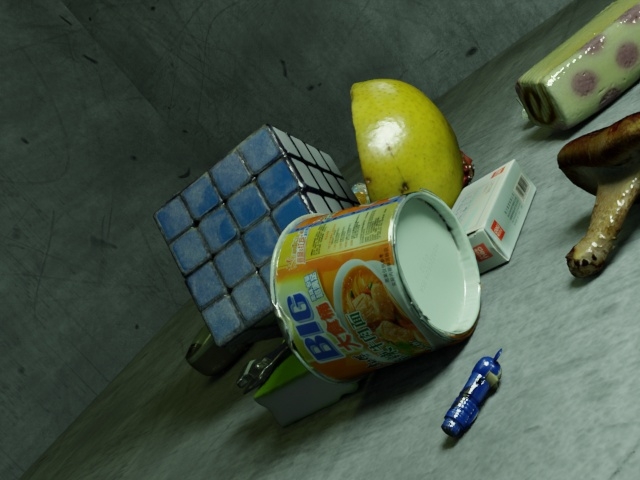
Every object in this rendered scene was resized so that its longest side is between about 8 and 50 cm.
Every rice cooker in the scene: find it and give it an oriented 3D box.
[{"bbox_3d":[-0.276,0.281,1.797,0.206,0.127,0.145,-42,10,-30],"label":"rice cooker"}]

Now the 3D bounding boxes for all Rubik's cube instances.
[{"bbox_3d":[-0.092,0.002,1.431,0.345,0.337,0.344,-35,-17,20],"label":"Rubik's cube"}]

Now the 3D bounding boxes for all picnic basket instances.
[{"bbox_3d":[0.539,-0.339,1.633,0.083,0.083,0.065,-48,17,-24],"label":"picnic basket"}]

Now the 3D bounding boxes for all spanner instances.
[{"bbox_3d":[-0.029,0.169,1.170,0.316,0.024,0.087,-39,14,4],"label":"spanner"}]

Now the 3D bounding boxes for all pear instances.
[{"bbox_3d":[0.196,-0.158,1.351,0.192,0.386,0.340,-14,-2,15],"label":"pear"}]

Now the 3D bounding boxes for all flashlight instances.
[{"bbox_3d":[0.185,0.183,0.775,0.121,0.035,0.057,-49,-11,-28],"label":"flashlight"}]

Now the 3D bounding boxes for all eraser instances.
[{"bbox_3d":[0.012,0.196,1.201,0.210,0.092,0.274,-33,13,32],"label":"eraser"}]

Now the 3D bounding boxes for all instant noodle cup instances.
[{"bbox_3d":[0.098,0.061,0.994,0.214,0.296,0.296,-22,19,38],"label":"instant noodle cup"}]

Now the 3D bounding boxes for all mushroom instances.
[{"bbox_3d":[0.393,-0.048,0.848,0.217,0.148,0.227,-63,8,-19],"label":"mushroom"}]

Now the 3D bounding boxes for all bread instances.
[{"bbox_3d":[0.600,-0.383,1.390,0.338,0.155,0.187,-37,18,1],"label":"bread"}]

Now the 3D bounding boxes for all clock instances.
[{"bbox_3d":[0.139,-0.091,1.861,0.103,0.144,0.231,-63,1,20],"label":"clock"}]

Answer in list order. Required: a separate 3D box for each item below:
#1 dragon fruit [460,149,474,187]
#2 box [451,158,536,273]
[{"bbox_3d":[0.273,-0.160,1.587,0.210,0.172,0.172,-32,13,36],"label":"dragon fruit"},{"bbox_3d":[0.296,-0.034,1.187,0.135,0.079,0.269,-33,12,41],"label":"box"}]
